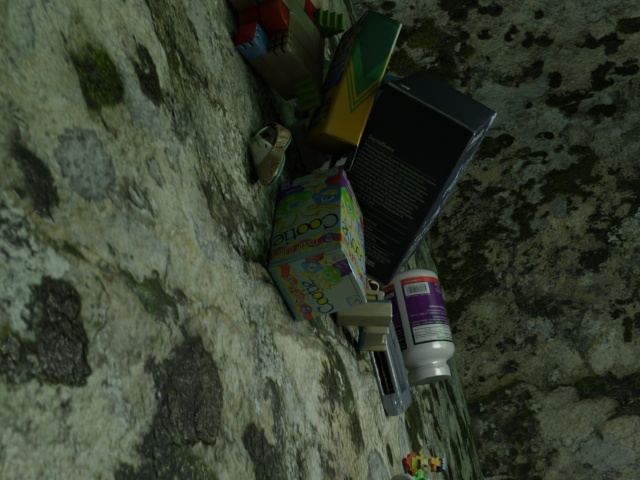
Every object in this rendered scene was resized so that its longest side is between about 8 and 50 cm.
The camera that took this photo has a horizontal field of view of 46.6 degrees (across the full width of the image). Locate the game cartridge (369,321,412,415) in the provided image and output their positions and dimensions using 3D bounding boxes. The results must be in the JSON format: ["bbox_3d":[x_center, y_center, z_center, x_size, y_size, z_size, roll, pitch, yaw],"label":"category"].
[{"bbox_3d":[0.178,0.308,1.988,0.196,0.060,0.294,7,69,-71],"label":"game cartridge"}]

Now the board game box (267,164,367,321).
[{"bbox_3d":[0.000,0.000,1.433,0.275,0.142,0.144,-87,157,-53],"label":"board game box"}]

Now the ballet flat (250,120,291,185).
[{"bbox_3d":[-0.103,-0.171,1.420,0.067,0.073,0.206,40,23,-17],"label":"ballet flat"}]

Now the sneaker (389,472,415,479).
[{"bbox_3d":[0.196,0.621,1.610,0.151,0.094,0.256,5,80,-69],"label":"sneaker"}]

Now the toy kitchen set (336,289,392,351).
[{"bbox_3d":[0.097,0.154,1.753,0.207,0.122,0.166,92,0,-56],"label":"toy kitchen set"}]

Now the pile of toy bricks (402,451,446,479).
[{"bbox_3d":[0.255,0.626,1.868,0.105,0.118,0.212,28,48,-26],"label":"pile of toy bricks"}]

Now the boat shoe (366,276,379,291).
[{"bbox_3d":[0.126,0.128,1.964,0.170,0.059,0.063,-47,120,-74],"label":"boat shoe"}]

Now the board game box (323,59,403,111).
[{"bbox_3d":[0.125,-0.372,1.967,0.079,0.336,0.254,-69,160,-5],"label":"board game box"}]

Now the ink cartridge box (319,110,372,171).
[{"bbox_3d":[0.087,-0.252,1.872,0.134,0.231,0.078,29,48,-71],"label":"ink cartridge box"}]

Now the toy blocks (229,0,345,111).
[{"bbox_3d":[-0.094,-0.496,1.583,0.261,0.191,0.381,41,45,-49],"label":"toy blocks"}]

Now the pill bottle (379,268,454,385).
[{"bbox_3d":[0.292,0.259,2.216,0.181,0.181,0.323,44,34,-64],"label":"pill bottle"}]

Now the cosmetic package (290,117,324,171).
[{"bbox_3d":[-0.030,-0.230,1.783,0.060,0.041,0.115,-74,146,-64],"label":"cosmetic package"}]

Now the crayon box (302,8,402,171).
[{"bbox_3d":[0.053,-0.303,1.578,0.203,0.083,0.323,180,-71,-76],"label":"crayon box"}]

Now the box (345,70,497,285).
[{"bbox_3d":[0.187,-0.148,1.661,0.212,0.395,0.293,32,26,10],"label":"box"}]
